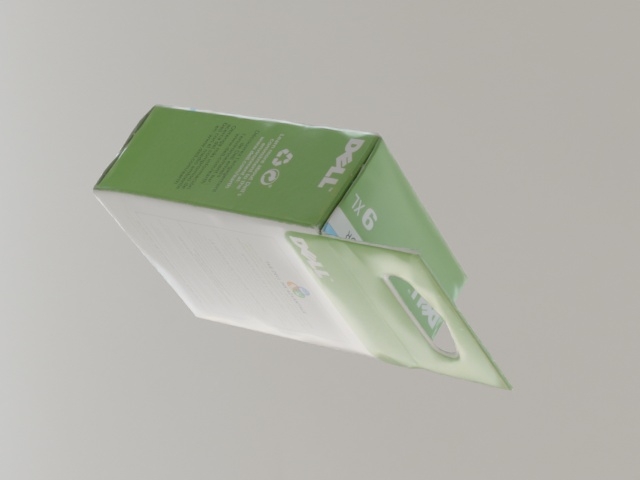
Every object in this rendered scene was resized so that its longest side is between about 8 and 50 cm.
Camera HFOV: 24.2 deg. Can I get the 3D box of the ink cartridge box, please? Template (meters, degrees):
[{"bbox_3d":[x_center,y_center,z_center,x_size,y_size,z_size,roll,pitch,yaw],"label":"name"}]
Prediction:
[{"bbox_3d":[0.000,0.000,0.723,0.209,0.062,0.109,11,-33,41],"label":"ink cartridge box"}]
